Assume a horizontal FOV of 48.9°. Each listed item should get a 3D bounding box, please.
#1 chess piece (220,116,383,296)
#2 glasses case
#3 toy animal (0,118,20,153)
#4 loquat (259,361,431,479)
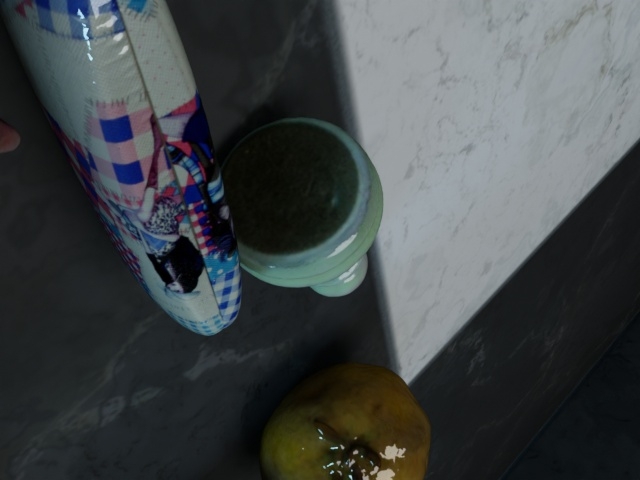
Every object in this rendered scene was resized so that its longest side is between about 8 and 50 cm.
[{"bbox_3d":[0.000,0.000,0.672,0.139,0.139,0.272,-50,161,-7],"label":"chess piece"},{"bbox_3d":[-0.114,-0.060,0.429,0.076,0.125,0.327,-31,143,-19],"label":"glasses case"},{"bbox_3d":[-0.262,-0.046,0.276,0.195,0.090,0.324,-39,146,-7],"label":"toy animal"},{"bbox_3d":[0.029,0.259,0.880,0.238,0.193,0.238,-34,166,-10],"label":"loquat"}]
